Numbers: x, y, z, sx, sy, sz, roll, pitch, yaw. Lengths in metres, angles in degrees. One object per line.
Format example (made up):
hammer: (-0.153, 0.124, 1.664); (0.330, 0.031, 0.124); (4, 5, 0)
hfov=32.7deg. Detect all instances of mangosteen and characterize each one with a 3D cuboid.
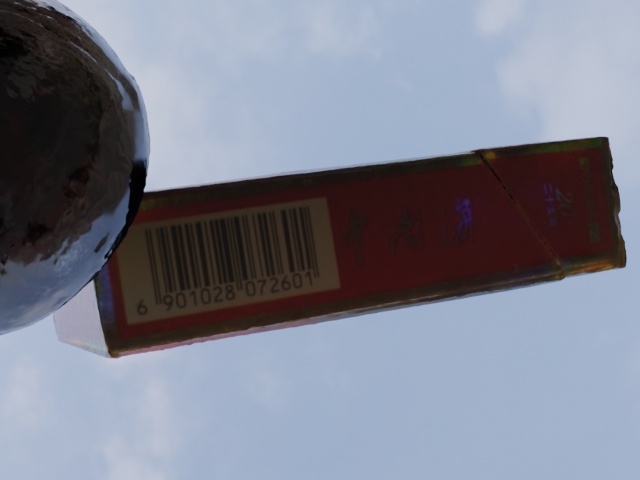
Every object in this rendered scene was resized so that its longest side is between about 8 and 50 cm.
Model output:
mangosteen: (-0.146, -0.038, 0.432); (0.152, 0.152, 0.152); (1, -111, -2)

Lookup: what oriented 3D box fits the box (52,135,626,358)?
box: (-0.001, 0.000, 0.675); (0.313, 0.197, 0.089); (-8, -90, -21)
